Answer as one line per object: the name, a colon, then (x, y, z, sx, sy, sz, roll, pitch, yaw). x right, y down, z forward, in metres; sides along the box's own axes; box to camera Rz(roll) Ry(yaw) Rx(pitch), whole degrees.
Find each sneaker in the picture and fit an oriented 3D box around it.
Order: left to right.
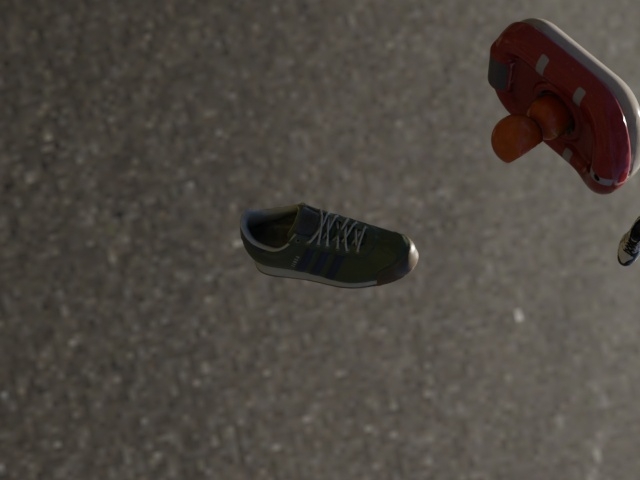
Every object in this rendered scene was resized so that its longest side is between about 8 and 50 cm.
sneaker: (0.000, 0.000, 1.987, 0.086, 0.192, 0.064, 56, 44, -48)
sneaker: (0.400, -0.002, 2.436, 0.037, 0.032, 0.083, -29, 147, -62)

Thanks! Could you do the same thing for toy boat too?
toy boat: (0.262, -0.139, 2.210, 0.231, 0.151, 0.151, 43, -24, 26)
